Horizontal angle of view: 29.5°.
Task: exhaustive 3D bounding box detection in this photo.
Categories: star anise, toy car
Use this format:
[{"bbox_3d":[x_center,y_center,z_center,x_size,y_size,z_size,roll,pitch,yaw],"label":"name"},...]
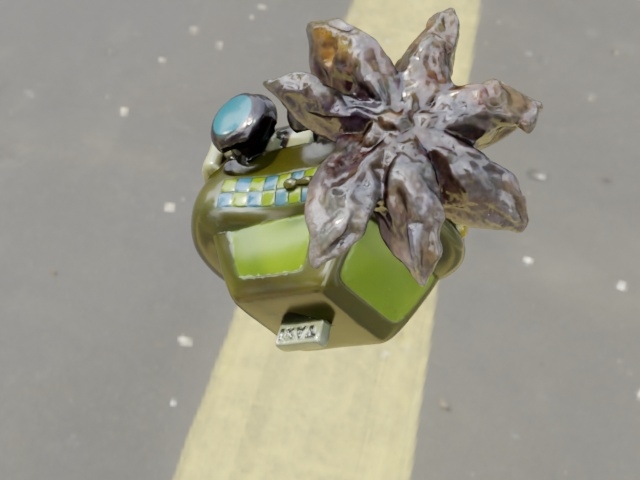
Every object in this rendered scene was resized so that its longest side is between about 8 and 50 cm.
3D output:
[{"bbox_3d":[0.068,-0.074,0.846,0.196,0.073,0.212,-10,70,-15],"label":"star anise"},{"bbox_3d":[0.000,0.000,1.006,0.247,0.204,0.198,-8,54,39],"label":"toy car"}]
